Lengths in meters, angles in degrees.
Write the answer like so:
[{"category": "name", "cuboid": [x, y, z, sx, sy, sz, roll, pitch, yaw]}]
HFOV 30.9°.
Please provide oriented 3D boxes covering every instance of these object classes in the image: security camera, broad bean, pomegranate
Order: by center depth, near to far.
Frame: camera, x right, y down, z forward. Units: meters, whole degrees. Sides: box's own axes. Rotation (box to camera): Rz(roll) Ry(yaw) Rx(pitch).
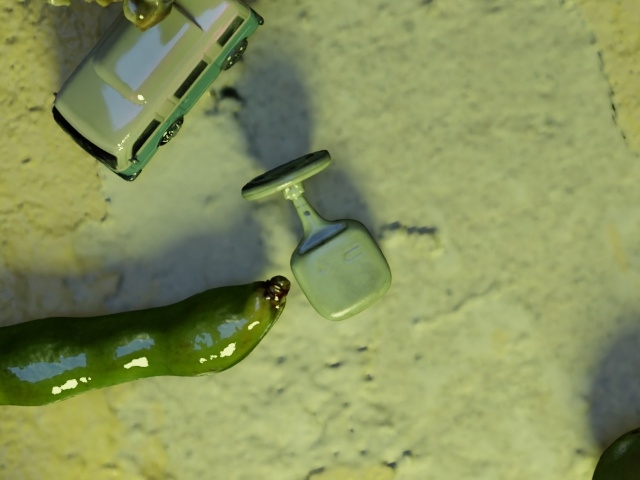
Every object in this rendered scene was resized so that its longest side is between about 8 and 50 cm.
[{"category": "pomegranate", "cuboid": [0.189, 0.138, 0.629, 0.073, 0.073, 0.084, -47, 124, 4]}, {"category": "security camera", "cuboid": [0.000, 0.000, 0.649, 0.058, 0.058, 0.092, -25, 101, 4]}, {"category": "broad bean", "cuboid": [-0.138, 0.064, 0.654, 0.256, 0.053, 0.052, -11, 53, 4]}]

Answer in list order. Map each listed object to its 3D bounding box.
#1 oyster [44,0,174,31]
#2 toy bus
[{"category": "oyster", "cuboid": [-0.048, -0.251, 0.613, 0.201, 0.107, 0.354, 44, 71, 3]}, {"category": "toy bus", "cuboid": [-0.093, -0.095, 0.634, 0.060, 0.075, 0.123, 40, 93, 2]}]
